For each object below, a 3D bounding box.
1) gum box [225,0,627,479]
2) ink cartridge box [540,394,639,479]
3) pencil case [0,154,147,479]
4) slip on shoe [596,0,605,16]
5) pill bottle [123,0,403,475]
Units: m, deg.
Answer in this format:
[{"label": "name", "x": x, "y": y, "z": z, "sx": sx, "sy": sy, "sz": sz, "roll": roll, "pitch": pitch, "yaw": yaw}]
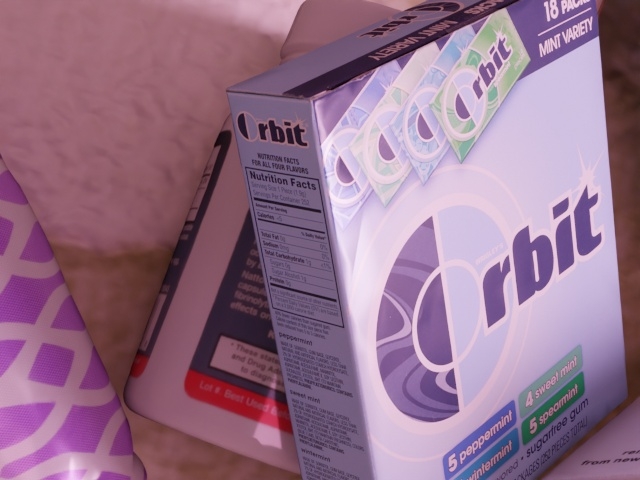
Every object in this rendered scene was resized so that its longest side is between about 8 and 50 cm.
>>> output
[{"label": "gum box", "x": 0.049, "y": 0.010, "z": 0.460, "sx": 0.157, "sy": 0.041, "sz": 0.184, "roll": -30, "pitch": 121, "yaw": -39}, {"label": "ink cartridge box", "x": 0.237, "y": 0.133, "z": 0.550, "sx": 0.278, "sy": 0.117, "sz": 0.201, "roll": -26, "pitch": 100, "yaw": -45}, {"label": "pencil case", "x": -0.139, "y": 0.026, "z": 0.475, "sx": 0.086, "sy": 0.088, "sz": 0.206, "roll": -28, "pitch": 100, "yaw": -38}, {"label": "slip on shoe", "x": 0.128, "y": -0.131, "z": 0.601, "sx": 0.041, "sy": 0.051, "sz": 0.135, "roll": 24, "pitch": 75, "yaw": -31}, {"label": "pill bottle", "x": 0.000, "y": 0.000, "z": 0.516, "sx": 0.108, "sy": 0.108, "sz": 0.180, "roll": 23, "pitch": 82, "yaw": -20}]
